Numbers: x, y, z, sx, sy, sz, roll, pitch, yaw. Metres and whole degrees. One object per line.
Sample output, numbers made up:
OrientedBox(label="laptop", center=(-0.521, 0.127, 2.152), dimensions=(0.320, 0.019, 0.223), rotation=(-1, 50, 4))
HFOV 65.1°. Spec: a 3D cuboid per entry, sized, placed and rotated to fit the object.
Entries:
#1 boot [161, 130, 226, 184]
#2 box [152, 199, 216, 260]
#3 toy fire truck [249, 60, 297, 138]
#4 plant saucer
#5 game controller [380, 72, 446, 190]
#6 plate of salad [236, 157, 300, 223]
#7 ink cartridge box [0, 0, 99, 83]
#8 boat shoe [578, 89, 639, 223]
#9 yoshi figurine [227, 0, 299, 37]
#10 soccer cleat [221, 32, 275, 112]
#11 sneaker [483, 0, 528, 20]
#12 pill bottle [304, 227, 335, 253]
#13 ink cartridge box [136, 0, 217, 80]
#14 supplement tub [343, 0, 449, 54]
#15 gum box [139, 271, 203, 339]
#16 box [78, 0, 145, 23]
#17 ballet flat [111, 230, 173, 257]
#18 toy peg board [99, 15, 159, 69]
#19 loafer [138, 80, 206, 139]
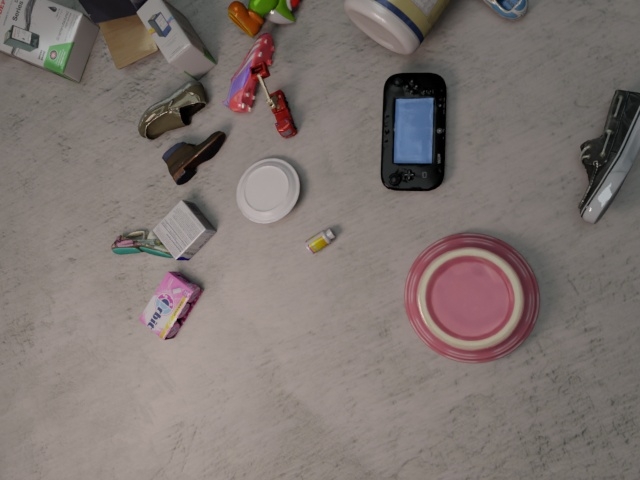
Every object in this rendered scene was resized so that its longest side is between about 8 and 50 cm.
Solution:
OrientedBox(label="boot", center=(-0.391, -0.279, 1.521), dimensions=(0.219, 0.082, 0.106), rotation=(-41, 79, 12))
OrientedBox(label="box", center=(-0.410, -0.029, 1.514), dimensions=(0.137, 0.072, 0.126), rotation=(-44, 76, 9))
OrientedBox(label="toy fire truck", center=(-0.131, -0.394, 1.421), dimensions=(0.047, 0.135, 0.192), rotation=(-21, 80, 15))
OrientedBox(label="plant saucer", center=(0.373, 0.144, 1.257), dimensions=(0.332, 0.084, 0.332), rotation=(-1, 86, 18))
OrientedBox(label="game controller", center=(0.248, -0.289, 1.334), dimensions=(0.167, 0.067, 0.319), rotation=(1, 87, 17))
OrientedBox(label="plate of salad", center=(-0.151, -0.143, 1.456), dimensions=(0.200, 0.048, 0.199), rotation=(-5, 74, 17))
OrientedBox(label="ink cartridge box", center=(-0.921, -0.680, 1.655), dimensions=(0.289, 0.121, 0.211), rotation=(21, 93, 1))
OrientedBox(label="boat shoe", center=(0.674, -0.200, 1.185), dimensions=(0.119, 0.121, 0.335), rotation=(26, 83, 25))
OrientedBox(label="yoshi figurine", center=(-0.133, -0.772, 1.423), dimensions=(0.362, 0.203, 0.203), rotation=(-46, 69, 6))
OrientedBox(label="soccer cleat", center=(-0.216, -0.501, 1.487), dimensions=(0.095, 0.083, 0.248), rotation=(23, 96, 22))
OrientedBox(label="sneaker", center=(0.438, -0.660, 1.293), dimensions=(0.237, 0.086, 0.085), rotation=(44, 101, 16))
OrientedBox(label="pill bottle", center=(0.000, 0.000, 1.401), dimensions=(0.083, 0.043, 0.043), rotation=(-33, 78, 13))
OrientedBox(label="ink cartridge box", center=(-0.433, -0.613, 1.519), dimensions=(0.093, 0.154, 0.212), rotation=(-35, 78, 14))
OrientedBox(label="supplement tub", center=(0.230, -0.661, 1.257), dimensions=(0.228, 0.228, 0.316), rotation=(37, 100, 16))
OrientedBox(label="gum box", center=(-0.449, 0.191, 1.515), dimensions=(0.107, 0.062, 0.188), rotation=(34, 96, 16))
OrientedBox(label="box", center=(-0.644, -0.871, 1.483), dimensions=(0.183, 0.294, 0.296), rotation=(-3, 60, 16))
OrientedBox(label="ballet flat", center=(-0.548, 0.008, 1.560), dimensions=(0.222, 0.077, 0.079), rotation=(3, 68, 18))
OrientedBox(label="toy peg board", center=(-0.604, -0.658, 1.626), dimensions=(0.161, 0.079, 0.160), rotation=(-18, 97, 15))
OrientedBox(label="loafer", center=(-0.452, -0.386, 1.540), dimensions=(0.251, 0.094, 0.087), rotation=(-36, 73, 12))
